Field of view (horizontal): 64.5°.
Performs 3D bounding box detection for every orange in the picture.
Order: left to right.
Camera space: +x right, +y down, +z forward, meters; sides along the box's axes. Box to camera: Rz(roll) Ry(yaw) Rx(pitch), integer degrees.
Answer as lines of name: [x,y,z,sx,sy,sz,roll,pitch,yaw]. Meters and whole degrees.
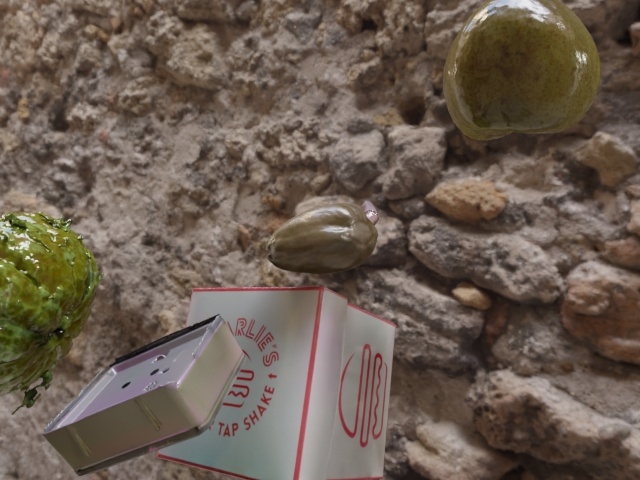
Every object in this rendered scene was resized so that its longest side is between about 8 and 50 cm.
orange: [-0.488,0.094,0.771,0.223,0.300,0.301,24,-26,-2]

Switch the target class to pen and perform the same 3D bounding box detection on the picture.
pen: [0.094,-0.046,1.041,0.032,0.053,0.197,36,11,-7]

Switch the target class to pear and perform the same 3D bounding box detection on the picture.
pear: [0.302,-0.266,0.779,0.228,0.211,0.188,1,10,35]

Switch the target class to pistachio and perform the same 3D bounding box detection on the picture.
pistachio: [0.000,0.000,0.814,0.185,0.108,0.126,-10,2,5]

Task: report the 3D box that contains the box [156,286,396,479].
box: [-0.062,0.269,0.949,0.314,0.312,0.300,-5,-22,33]

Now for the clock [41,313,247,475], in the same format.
clock: [-0.197,0.176,0.587,0.192,0.071,0.147,-25,15,18]
